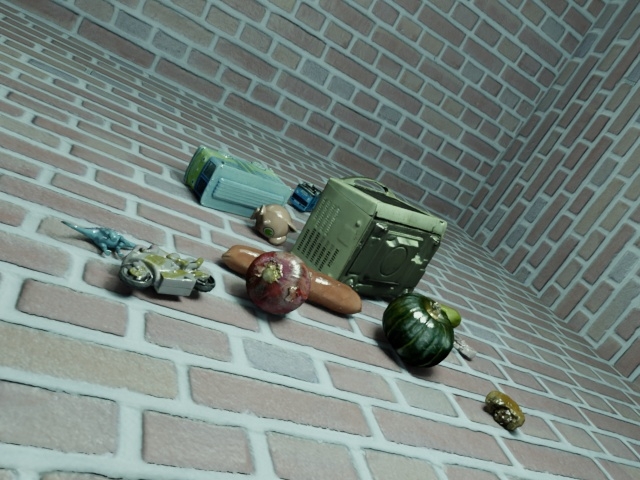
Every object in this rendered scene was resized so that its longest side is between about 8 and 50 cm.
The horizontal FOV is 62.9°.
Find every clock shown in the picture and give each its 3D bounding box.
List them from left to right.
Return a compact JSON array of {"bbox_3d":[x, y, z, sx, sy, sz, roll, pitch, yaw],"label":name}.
[{"bbox_3d":[0.442,0.333,1.690,0.087,0.041,0.129,16,17,-49],"label":"clock"}]

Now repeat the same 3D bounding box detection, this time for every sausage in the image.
[{"bbox_3d":[-0.061,0.107,1.406,0.433,0.087,0.088,24,19,-20],"label":"sausage"}]

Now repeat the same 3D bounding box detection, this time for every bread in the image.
[{"bbox_3d":[0.495,0.457,1.408,0.113,0.060,0.082,43,21,28],"label":"bread"}]

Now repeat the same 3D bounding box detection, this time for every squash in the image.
[{"bbox_3d":[0.268,0.243,1.431,0.218,0.173,0.218,58,13,-22],"label":"squash"}]

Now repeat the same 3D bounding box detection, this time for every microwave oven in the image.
[{"bbox_3d":[0.169,0.003,1.656,0.394,0.332,0.247,10,23,-46],"label":"microwave oven"}]

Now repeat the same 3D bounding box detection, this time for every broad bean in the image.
[{"bbox_3d":[0.390,0.246,1.733,0.175,0.082,0.124,13,-16,-29],"label":"broad bean"}]

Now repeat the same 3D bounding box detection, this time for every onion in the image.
[{"bbox_3d":[-0.096,0.109,1.276,0.159,0.159,0.195,38,-11,20],"label":"onion"}]

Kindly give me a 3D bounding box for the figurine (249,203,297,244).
[{"bbox_3d":[-0.149,-0.055,1.664,0.138,0.125,0.125,38,14,-20],"label":"figurine"}]

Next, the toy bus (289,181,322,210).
[{"bbox_3d":[-0.050,-0.176,2.157,0.090,0.106,0.185,39,14,13],"label":"toy bus"}]

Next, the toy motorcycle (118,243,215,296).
[{"bbox_3d":[-0.338,0.058,1.109,0.225,0.073,0.152,8,26,-50],"label":"toy motorcycle"}]

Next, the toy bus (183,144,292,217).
[{"bbox_3d":[-0.274,-0.186,1.746,0.312,0.152,0.190,14,24,-44],"label":"toy bus"}]

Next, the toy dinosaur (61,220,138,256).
[{"bbox_3d":[-0.456,-0.001,1.125,0.197,0.045,0.080,25,4,-42],"label":"toy dinosaur"}]
